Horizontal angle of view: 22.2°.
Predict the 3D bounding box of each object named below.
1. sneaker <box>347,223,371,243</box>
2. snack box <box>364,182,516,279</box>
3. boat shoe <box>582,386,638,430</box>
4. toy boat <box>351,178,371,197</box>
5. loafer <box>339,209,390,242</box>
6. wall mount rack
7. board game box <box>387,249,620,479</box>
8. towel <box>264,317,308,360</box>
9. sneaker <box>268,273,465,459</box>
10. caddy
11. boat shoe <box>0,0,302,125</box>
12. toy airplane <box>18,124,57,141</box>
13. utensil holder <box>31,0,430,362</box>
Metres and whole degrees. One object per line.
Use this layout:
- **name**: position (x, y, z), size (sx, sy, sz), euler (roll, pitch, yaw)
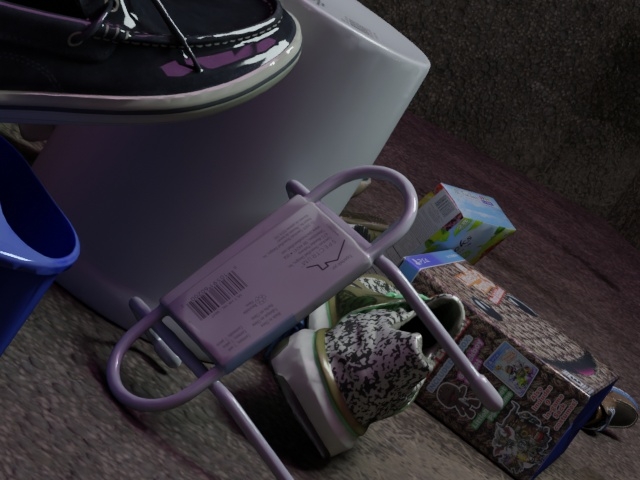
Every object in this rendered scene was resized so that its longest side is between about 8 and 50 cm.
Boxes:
- **sneaker**: position (0.000, 0.000, 2.311), size (0.094, 0.081, 0.208), euler (14, -10, 30)
- **snack box**: position (0.148, 0.016, 2.295), size (0.070, 0.207, 0.174), euler (57, 21, 23)
- **boat shoe**: position (0.397, 0.249, 2.399), size (0.183, 0.066, 0.066), euler (17, 24, -23)
- **toy boat**: position (-0.041, -0.194, 2.744), size (0.318, 0.148, 0.267), euler (31, 13, -10)
- **loafer**: position (0.036, -0.019, 2.528), size (0.148, 0.050, 0.056), euler (12, 17, -19)
- **wall mount rack**: position (-0.012, 0.099, 1.548), size (0.304, 0.350, 0.130), euler (43, -16, 37)
- **board game box**: position (0.214, 0.155, 2.110), size (0.291, 0.141, 0.232), euler (37, 13, 14)
- **towel**: position (-0.032, 0.104, 1.871), size (0.029, 0.067, 0.119), euler (32, 13, 0)
- **sneaker**: position (0.083, 0.114, 1.774), size (0.158, 0.182, 0.410), euler (65, 15, -8)
- **caddy**: position (-0.350, -0.044, 1.406), size (0.241, 0.179, 0.341), euler (23, 17, -42)
- **boat shoe**: position (-0.223, -0.199, 1.413), size (0.500, 0.156, 0.187), euler (-4, 29, -34)
- **toy airplane**: position (-0.316, -0.294, 2.006), size (0.386, 0.272, 0.384), euler (28, -38, 55)
- **utensil holder**: position (-0.111, -0.115, 1.776), size (0.328, 0.385, 0.327), euler (31, 13, -8)
